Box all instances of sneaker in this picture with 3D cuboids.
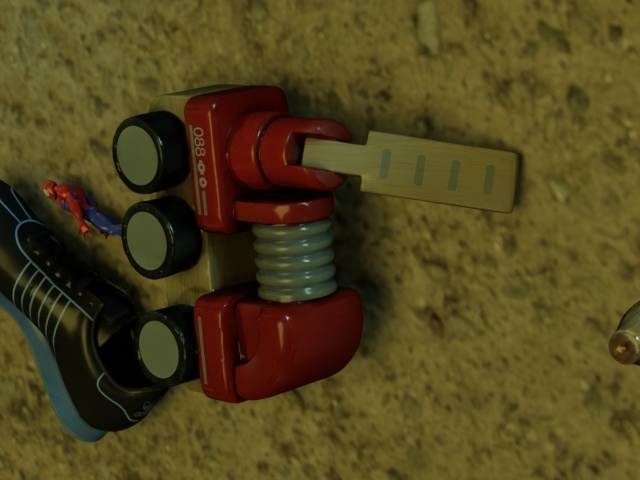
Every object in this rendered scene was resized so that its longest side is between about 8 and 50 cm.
[{"bbox_3d":[-0.199,0.041,1.567,0.090,0.081,0.232,-30,91,33],"label":"sneaker"}]

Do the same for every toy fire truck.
[{"bbox_3d":[0.000,0.000,1.392,0.246,0.158,0.217,5,104,44],"label":"toy fire truck"}]

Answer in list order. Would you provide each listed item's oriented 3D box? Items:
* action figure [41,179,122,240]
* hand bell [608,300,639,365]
[{"bbox_3d":[-0.173,-0.016,1.556,0.115,0.038,0.030,35,102,22],"label":"action figure"},{"bbox_3d":[0.231,0.036,1.166,0.126,0.242,0.126,8,106,32],"label":"hand bell"}]
